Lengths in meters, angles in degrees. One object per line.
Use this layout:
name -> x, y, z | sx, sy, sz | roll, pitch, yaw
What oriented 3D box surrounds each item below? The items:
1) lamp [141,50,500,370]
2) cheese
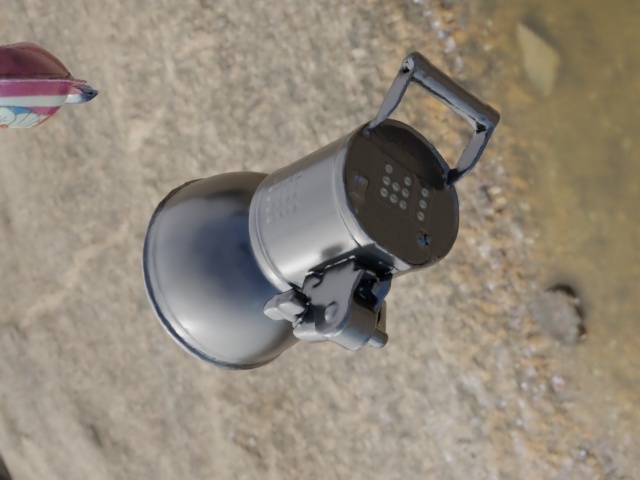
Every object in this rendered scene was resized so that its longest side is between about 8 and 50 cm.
lamp -> 0.000, 0.000, 0.791 | 0.147, 0.172, 0.227 | 32, 147, -27
cheese -> -0.143, -0.067, 0.529 | 0.145, 0.095, 0.038 | -28, -62, -78
